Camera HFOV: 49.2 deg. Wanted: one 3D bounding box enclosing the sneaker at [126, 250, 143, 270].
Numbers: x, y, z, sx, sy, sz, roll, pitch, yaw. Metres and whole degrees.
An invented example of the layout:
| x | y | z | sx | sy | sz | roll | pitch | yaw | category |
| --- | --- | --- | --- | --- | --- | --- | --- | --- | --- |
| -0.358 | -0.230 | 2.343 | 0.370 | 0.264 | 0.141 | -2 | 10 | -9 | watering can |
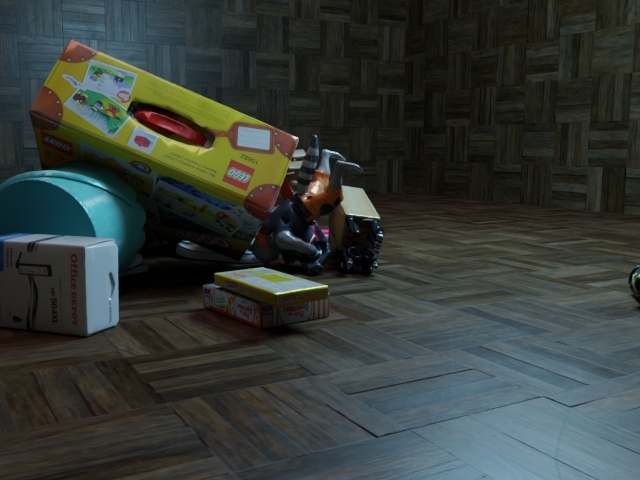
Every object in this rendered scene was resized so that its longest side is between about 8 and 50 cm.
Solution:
| x | y | z | sx | sy | sz | roll | pitch | yaw | category |
| --- | --- | --- | --- | --- | --- | --- | --- | --- | --- |
| -0.529 | 0.008 | 1.599 | 0.272 | 0.107 | 0.100 | 2 | 10 | 16 | sneaker |

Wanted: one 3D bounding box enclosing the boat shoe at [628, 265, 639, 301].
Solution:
| x | y | z | sx | sy | sz | roll | pitch | yaw | category |
| --- | --- | --- | --- | --- | --- | --- | --- | --- | --- |
| 0.613 | 0.087 | 1.299 | 0.069 | 0.081 | 0.228 | 0 | 0 | 22 | boat shoe |

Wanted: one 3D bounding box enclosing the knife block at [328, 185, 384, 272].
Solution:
| x | y | z | sx | sy | sz | roll | pitch | yaw | category |
| --- | --- | --- | --- | --- | --- | --- | --- | --- | --- |
| 0.089 | -0.047 | 1.678 | 0.088 | 0.275 | 0.242 | 8 | -23 | -13 | knife block |

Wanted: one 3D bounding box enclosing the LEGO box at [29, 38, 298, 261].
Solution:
| x | y | z | sx | sy | sz | roll | pitch | yaw | category |
| --- | --- | --- | --- | --- | --- | --- | --- | --- | --- |
| -0.347 | -0.175 | 1.556 | 0.500 | 0.193 | 0.372 | 22 | -23 | -8 | LEGO box |

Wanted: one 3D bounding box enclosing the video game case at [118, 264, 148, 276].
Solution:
| x | y | z | sx | sy | sz | roll | pitch | yaw | category |
| --- | --- | --- | --- | --- | --- | --- | --- | --- | --- |
| -0.509 | 0.068 | 1.624 | 0.143 | 0.019 | 0.157 | 6 | 9 | 36 | video game case |

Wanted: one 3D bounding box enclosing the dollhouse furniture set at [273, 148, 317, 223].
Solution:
| x | y | z | sx | sy | sz | roll | pitch | yaw | category |
| --- | --- | --- | --- | --- | --- | --- | --- | --- | --- |
| -0.109 | -0.155 | 2.485 | 0.135 | 0.262 | 0.259 | -5 | 41 | -22 | dollhouse furniture set |

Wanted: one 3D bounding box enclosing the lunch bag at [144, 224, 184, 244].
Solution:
| x | y | z | sx | sy | sz | roll | pitch | yaw | category |
| --- | --- | --- | --- | --- | --- | --- | --- | --- | --- |
| -0.411 | -0.108 | 1.950 | 0.256 | 0.212 | 0.305 | 0 | -24 | 27 | lunch bag |

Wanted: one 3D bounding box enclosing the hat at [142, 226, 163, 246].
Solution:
| x | y | z | sx | sy | sz | roll | pitch | yaw | category |
| --- | --- | --- | --- | --- | --- | --- | --- | --- | --- |
| -0.567 | 0.021 | 1.936 | 0.208 | 0.183 | 0.173 | 30 | -9 | 45 | hat |

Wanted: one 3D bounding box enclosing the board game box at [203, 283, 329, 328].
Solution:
| x | y | z | sx | sy | sz | roll | pitch | yaw | category |
| --- | --- | --- | --- | --- | --- | --- | --- | --- | --- |
| -0.100 | 0.106 | 1.249 | 0.147 | 0.045 | 0.193 | -5 | 10 | -36 | board game box |

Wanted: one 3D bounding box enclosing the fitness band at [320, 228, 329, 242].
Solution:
| x | y | z | sx | sy | sz | roll | pitch | yaw | category |
| --- | --- | --- | --- | --- | --- | --- | --- | --- | --- |
| 0.000 | 0.000 | 2.023 | 0.291 | 0.054 | 0.209 | 2 | 6 | 10 | fitness band |

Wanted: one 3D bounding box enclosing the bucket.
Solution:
| x | y | z | sx | sy | sz | roll | pitch | yaw | category |
| --- | --- | --- | --- | --- | --- | --- | --- | --- | --- |
| -0.508 | -0.018 | 1.379 | 0.281 | 0.281 | 0.183 | 1 | 12 | 9 | bucket |

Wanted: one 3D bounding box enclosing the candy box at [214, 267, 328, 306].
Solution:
| x | y | z | sx | sy | sz | roll | pitch | yaw | category |
| --- | --- | --- | --- | --- | --- | --- | --- | --- | --- |
| -0.088 | 0.077 | 1.193 | 0.105 | 0.027 | 0.206 | -8 | 12 | -35 | candy box |

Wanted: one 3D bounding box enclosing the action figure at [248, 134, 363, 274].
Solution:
| x | y | z | sx | sy | sz | roll | pitch | yaw | category |
| --- | --- | --- | --- | --- | --- | --- | --- | --- | --- |
| -0.063 | -0.087 | 1.702 | 0.178 | 0.330 | 0.341 | 35 | 6 | -31 | action figure |

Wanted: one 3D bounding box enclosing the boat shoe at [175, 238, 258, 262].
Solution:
| x | y | z | sx | sy | sz | roll | pitch | yaw | category |
| --- | --- | --- | --- | --- | --- | --- | --- | --- | --- |
| -0.267 | 0.006 | 1.831 | 0.258 | 0.084 | 0.095 | 4 | 9 | 23 | boat shoe |

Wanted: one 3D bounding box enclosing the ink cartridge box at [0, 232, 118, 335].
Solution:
| x | y | z | sx | sy | sz | roll | pitch | yaw | category |
| --- | --- | --- | --- | --- | --- | --- | --- | --- | --- |
| -0.441 | 0.069 | 1.143 | 0.203 | 0.148 | 0.086 | 2 | 7 | 19 | ink cartridge box |
